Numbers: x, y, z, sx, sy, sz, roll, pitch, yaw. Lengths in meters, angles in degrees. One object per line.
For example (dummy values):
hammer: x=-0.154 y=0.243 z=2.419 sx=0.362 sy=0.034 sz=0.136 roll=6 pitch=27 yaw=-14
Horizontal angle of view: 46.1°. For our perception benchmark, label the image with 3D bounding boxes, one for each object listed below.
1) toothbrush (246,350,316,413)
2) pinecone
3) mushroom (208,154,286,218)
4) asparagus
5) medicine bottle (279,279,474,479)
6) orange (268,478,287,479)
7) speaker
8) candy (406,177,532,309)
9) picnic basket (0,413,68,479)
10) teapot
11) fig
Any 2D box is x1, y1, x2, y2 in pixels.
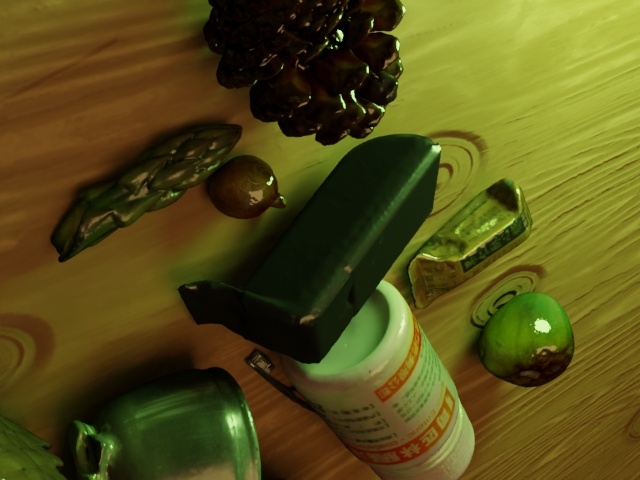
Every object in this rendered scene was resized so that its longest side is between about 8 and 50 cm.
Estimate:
toothbrush: x=-0.028 y=0.274 z=1.289 sx=0.031 sy=0.023 sz=0.321 roll=-46 pitch=131 yaw=-5
pinecone: x=0.001 y=-0.233 z=0.918 sx=0.246 sy=0.246 sz=0.292 roll=-52 pitch=150 yaw=-4
mushroom: x=-0.088 y=-0.071 z=1.040 sx=0.130 sy=0.073 sz=0.088 roll=10 pitch=69 yaw=-44
asparagus: x=-0.213 y=-0.074 z=0.942 sx=0.287 sy=0.080 sz=0.080 roll=-34 pitch=128 yaw=-20
medicine bottle: x=0.106 y=0.253 z=1.249 sx=0.219 sy=0.219 sz=0.388 roll=-42 pitch=131 yaw=-12
orange: x=-0.050 y=0.532 z=1.229 sx=0.226 sy=0.284 sz=0.283 roll=-42 pitch=131 yaw=-21
speaker: x=0.000 y=0.000 z=1.088 sx=0.388 sy=0.184 sz=0.180 roll=-51 pitch=160 yaw=-21
candy: x=0.257 y=0.006 z=1.323 sx=0.271 sy=0.101 sz=0.143 roll=-38 pitch=135 yaw=-8
picnic basket: x=-0.424 y=0.359 z=0.875 sx=0.291 sy=0.254 sz=0.321 roll=-46 pitch=121 yaw=-12
teapot: x=-0.246 y=0.310 z=1.051 sx=0.240 sy=0.322 sz=0.239 roll=-1 pitch=76 yaw=-30
fig: x=0.410 y=0.193 z=1.487 sx=0.181 sy=0.181 sz=0.191 roll=45 pitch=58 yaw=-42
